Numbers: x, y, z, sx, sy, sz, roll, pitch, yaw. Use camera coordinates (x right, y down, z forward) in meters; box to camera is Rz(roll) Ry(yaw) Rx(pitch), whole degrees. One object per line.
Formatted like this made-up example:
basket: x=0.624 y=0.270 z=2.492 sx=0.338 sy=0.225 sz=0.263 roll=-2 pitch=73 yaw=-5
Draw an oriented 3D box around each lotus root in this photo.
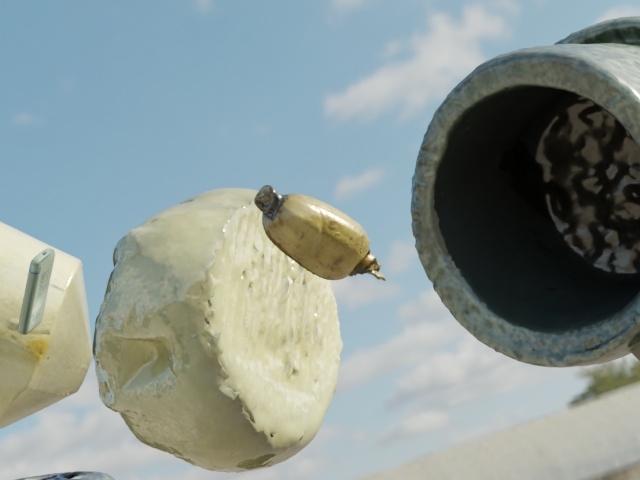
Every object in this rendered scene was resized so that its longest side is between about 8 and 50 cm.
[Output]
lotus root: x=0.000 y=0.000 z=1.256 sx=0.152 sy=0.063 sz=0.072 roll=31 pitch=-28 yaw=-18

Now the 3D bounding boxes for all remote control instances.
remote control: x=-0.388 y=0.070 z=1.816 sx=0.053 sy=0.017 sz=0.124 roll=-51 pitch=-19 yaw=-60

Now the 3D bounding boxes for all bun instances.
bun: x=-0.128 y=0.108 z=1.555 sx=0.211 sy=0.360 sz=0.359 roll=-10 pitch=-9 yaw=28

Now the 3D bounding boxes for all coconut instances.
coconut: x=-0.484 y=0.130 z=2.008 sx=0.323 sy=0.323 sz=0.323 roll=-17 pitch=-15 yaw=-4

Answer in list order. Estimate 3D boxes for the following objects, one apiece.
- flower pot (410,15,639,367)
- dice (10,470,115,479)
flower pot: x=0.259 y=-0.045 z=1.066 sx=0.299 sy=0.299 sz=0.282 roll=-30 pitch=-11 yaw=38
dice: x=-0.360 y=0.407 z=1.757 sx=0.183 sy=0.182 sz=0.181 roll=-7 pitch=-3 yaw=27
